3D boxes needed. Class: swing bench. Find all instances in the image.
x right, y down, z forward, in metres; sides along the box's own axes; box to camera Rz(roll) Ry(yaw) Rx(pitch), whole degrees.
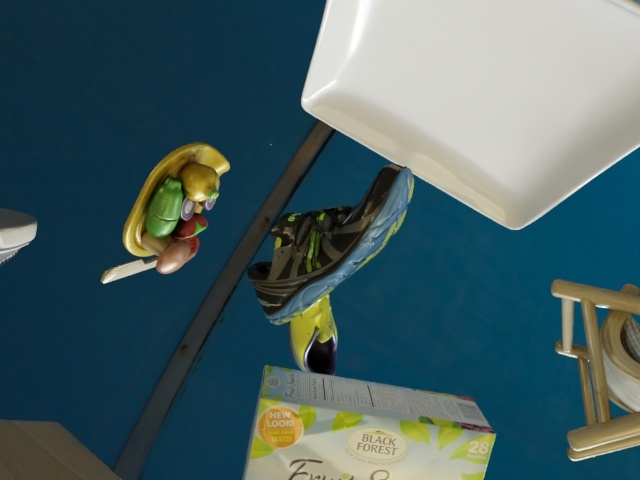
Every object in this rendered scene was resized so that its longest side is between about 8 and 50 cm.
[{"bbox_3d":[0.392,0.151,0.548,0.254,0.253,0.165,-6,-117,23],"label":"swing bench"}]

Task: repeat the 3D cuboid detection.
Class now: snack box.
[{"bbox_3d":[0.033,0.221,0.476,0.206,0.070,0.175,11,-79,-6],"label":"snack box"}]

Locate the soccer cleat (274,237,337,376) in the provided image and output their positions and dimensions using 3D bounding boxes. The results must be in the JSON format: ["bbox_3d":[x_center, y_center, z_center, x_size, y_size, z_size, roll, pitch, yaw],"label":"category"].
[{"bbox_3d":[-0.011,0.101,0.845,0.093,0.121,0.289,-17,-60,-22],"label":"soccer cleat"}]

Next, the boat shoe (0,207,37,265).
[{"bbox_3d":[-0.460,0.056,0.562,0.127,0.340,0.158,17,-77,10],"label":"boat shoe"}]

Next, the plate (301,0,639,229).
[{"bbox_3d":[0.128,-0.140,0.449,0.277,0.278,0.045,31,-113,2],"label":"plate"}]

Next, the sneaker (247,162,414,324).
[{"bbox_3d":[0.000,0.000,0.429,0.188,0.067,0.078,-41,-97,33],"label":"sneaker"}]

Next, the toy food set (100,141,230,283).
[{"bbox_3d":[-0.180,-0.018,0.672,0.071,0.128,0.218,40,-67,17],"label":"toy food set"}]

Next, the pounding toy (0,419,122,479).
[{"bbox_3d":[-0.164,0.216,0.256,0.094,0.206,0.181,28,-102,-49],"label":"pounding toy"}]
